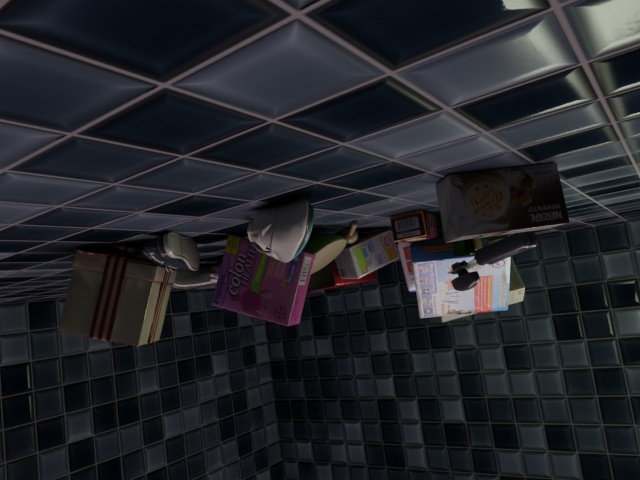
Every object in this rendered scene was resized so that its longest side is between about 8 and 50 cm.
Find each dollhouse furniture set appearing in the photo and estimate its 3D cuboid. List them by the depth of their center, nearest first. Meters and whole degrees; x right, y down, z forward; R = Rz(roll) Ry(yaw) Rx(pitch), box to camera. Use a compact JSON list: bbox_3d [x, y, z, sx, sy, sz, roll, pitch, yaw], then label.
[{"bbox_3d":[0.557,-0.050,1.541,0.302,0.151,0.198,-3,171,-37],"label":"dollhouse furniture set"}]

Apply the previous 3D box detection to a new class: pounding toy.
[{"bbox_3d":[0.000,0.000,1.655,0.237,0.110,0.183,-36,163,-5],"label":"pounding toy"}]

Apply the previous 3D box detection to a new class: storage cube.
[{"bbox_3d":[0.065,0.081,1.941,0.193,0.183,0.215,-5,172,-33],"label":"storage cube"}]

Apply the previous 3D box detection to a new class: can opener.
[{"bbox_3d":[0.474,0.065,1.444,0.076,0.095,0.283,-4,162,-36],"label":"can opener"}]

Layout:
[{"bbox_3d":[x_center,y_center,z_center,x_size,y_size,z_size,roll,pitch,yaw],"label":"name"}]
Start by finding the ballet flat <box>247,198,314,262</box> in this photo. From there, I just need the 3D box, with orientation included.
[{"bbox_3d":[-0.110,-0.017,1.247,0.139,0.139,0.400,-7,174,-11],"label":"ballet flat"}]

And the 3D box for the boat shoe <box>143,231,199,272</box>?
[{"bbox_3d":[-0.398,0.038,1.423,0.079,0.095,0.254,-10,172,5],"label":"boat shoe"}]

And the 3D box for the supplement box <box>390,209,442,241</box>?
[{"bbox_3d":[0.303,-0.040,1.631,0.104,0.080,0.188,-12,172,28],"label":"supplement box"}]

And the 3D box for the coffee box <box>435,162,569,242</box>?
[{"bbox_3d":[0.395,-0.081,1.146,0.247,0.141,0.098,-6,173,-7],"label":"coffee box"}]

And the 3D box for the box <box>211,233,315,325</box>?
[{"bbox_3d":[-0.164,0.113,1.520,0.243,0.213,0.117,14,178,15],"label":"box"}]

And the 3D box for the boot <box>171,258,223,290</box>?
[{"bbox_3d":[-0.417,0.109,2.041,0.338,0.118,0.223,-1,160,-39],"label":"boot"}]

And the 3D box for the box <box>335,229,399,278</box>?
[{"bbox_3d":[0.159,0.046,1.815,0.203,0.114,0.103,-22,-171,-33],"label":"box"}]

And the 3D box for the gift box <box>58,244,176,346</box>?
[{"bbox_3d":[-0.578,0.141,1.464,0.277,0.257,0.255,13,173,-6],"label":"gift box"}]

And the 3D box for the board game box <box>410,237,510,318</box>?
[{"bbox_3d":[0.467,0.125,1.741,0.302,0.086,0.308,-7,135,10],"label":"board game box"}]

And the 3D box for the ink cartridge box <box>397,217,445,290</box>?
[{"bbox_3d":[0.439,0.015,1.845,0.310,0.271,0.130,-9,-154,16],"label":"ink cartridge box"}]

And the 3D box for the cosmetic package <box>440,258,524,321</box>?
[{"bbox_3d":[0.577,0.177,1.940,0.310,0.160,0.113,-17,144,5],"label":"cosmetic package"}]
